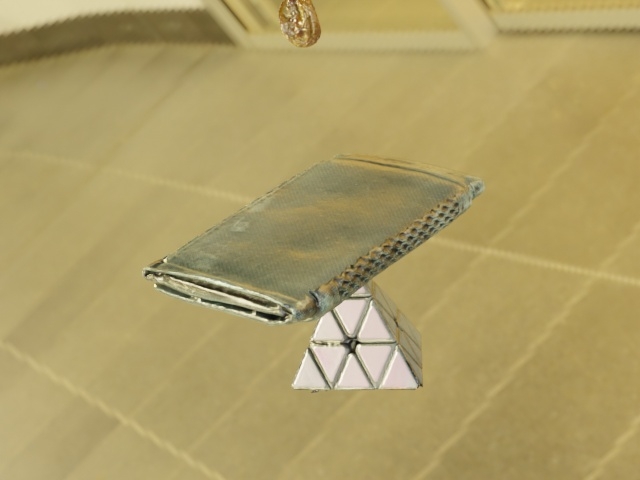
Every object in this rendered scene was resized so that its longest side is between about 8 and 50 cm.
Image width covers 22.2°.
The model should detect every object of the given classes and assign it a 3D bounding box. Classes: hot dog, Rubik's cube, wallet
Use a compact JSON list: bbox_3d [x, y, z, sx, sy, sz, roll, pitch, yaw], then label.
[{"bbox_3d":[-0.028,-0.311,2.264,0.058,0.083,0.035,-27,-18,35],"label":"hot dog"},{"bbox_3d":[0.076,0.108,2.211,0.211,0.178,0.190,-24,20,-26],"label":"Rubik's cube"},{"bbox_3d":[0.000,0.000,1.830,0.237,0.075,0.342,9,31,40],"label":"wallet"}]
